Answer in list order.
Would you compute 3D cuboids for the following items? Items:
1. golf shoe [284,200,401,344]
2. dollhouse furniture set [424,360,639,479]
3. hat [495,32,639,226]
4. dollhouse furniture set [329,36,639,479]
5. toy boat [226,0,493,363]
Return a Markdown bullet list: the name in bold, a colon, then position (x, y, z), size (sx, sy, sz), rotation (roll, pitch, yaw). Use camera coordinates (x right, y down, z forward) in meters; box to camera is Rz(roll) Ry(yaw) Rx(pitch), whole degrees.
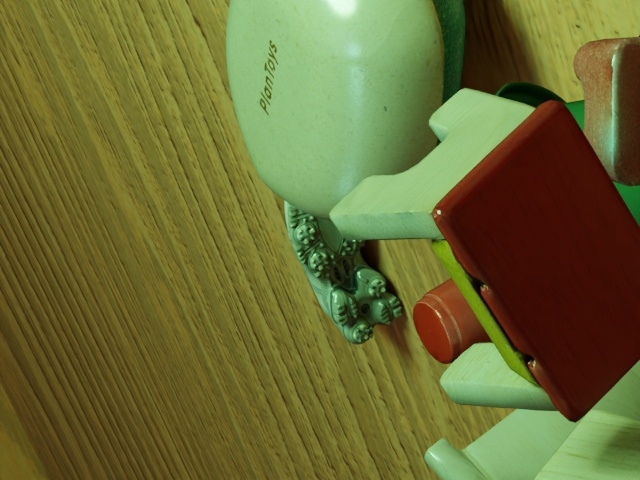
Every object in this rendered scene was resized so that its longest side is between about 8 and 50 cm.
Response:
- **golf shoe**: position (0.000, 0.000, 1.581), size (0.086, 0.069, 0.176), rotation (39, 153, 52)
- **dollhouse furniture set**: position (0.175, 0.125, 0.963), size (0.174, 0.355, 0.303), rotation (47, 157, 21)
- **hat**: position (0.207, -0.053, 1.073), size (0.183, 0.208, 0.173), rotation (-31, 69, 27)
- **dollhouse furniture set**: position (0.202, 0.070, 0.774), size (0.152, 0.201, 0.374), rotation (12, 142, 57)
- **toy boat**: position (0.062, -0.070, 1.261), size (0.318, 0.148, 0.267), rotation (57, 156, 20)
